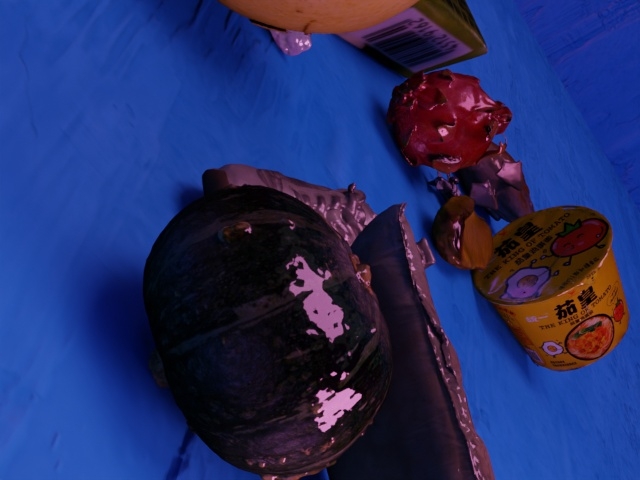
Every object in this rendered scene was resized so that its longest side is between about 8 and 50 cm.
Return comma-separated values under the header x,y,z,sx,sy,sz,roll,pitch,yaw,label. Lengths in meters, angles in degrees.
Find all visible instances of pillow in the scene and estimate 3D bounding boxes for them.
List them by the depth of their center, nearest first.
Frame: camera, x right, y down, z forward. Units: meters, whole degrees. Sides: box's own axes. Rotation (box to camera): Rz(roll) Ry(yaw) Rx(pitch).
x,y,z,sx,sy,sz,roll,pitch,yaw,label
0.050,0.136,0.880,0.075,0.185,0.302,3,54,-26,pillow

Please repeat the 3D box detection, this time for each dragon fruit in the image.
x,y,z,sx,sy,sz,roll,pitch,yaw,label
0.156,-0.144,1.584,0.166,0.133,0.136,-4,55,-31,dragon fruit

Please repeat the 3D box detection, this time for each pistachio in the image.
x,y,z,sx,sy,sz,roll,pitch,yaw,label
0.167,-0.009,1.550,0.173,0.049,0.090,7,81,-69,pistachio

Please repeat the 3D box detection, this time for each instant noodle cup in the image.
x,y,z,sx,sy,sz,roll,pitch,yaw,label
0.300,0.068,1.612,0.182,0.182,0.144,-88,153,-56,instant noodle cup

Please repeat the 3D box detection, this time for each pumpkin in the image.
x,y,z,sx,sy,sz,roll,pitch,yaw,label
-0.033,0.056,0.796,0.190,0.146,0.190,51,19,-26,pumpkin

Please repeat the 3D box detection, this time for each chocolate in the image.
x,y,z,sx,sy,sz,roll,pitch,yaw,label
0.074,-0.375,1.691,0.301,0.137,0.289,17,48,-66,chocolate

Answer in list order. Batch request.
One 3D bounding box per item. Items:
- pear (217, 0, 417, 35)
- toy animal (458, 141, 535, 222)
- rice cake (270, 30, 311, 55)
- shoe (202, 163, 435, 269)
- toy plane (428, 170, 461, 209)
x,y,z,sx,sy,sz,roll,pitch,yaw,label
-0.011,-0.356,1.149,0.348,0.348,0.348,51,22,-29,pear
0.248,-0.082,1.822,0.188,0.089,0.179,51,8,-16,toy animal
-0.054,-0.298,1.394,0.085,0.040,0.226,44,26,-43,rice cake
0.000,0.000,1.040,0.275,0.098,0.103,26,36,-58,shoe
0.168,-0.059,1.651,0.083,0.031,0.078,42,42,-39,toy plane
